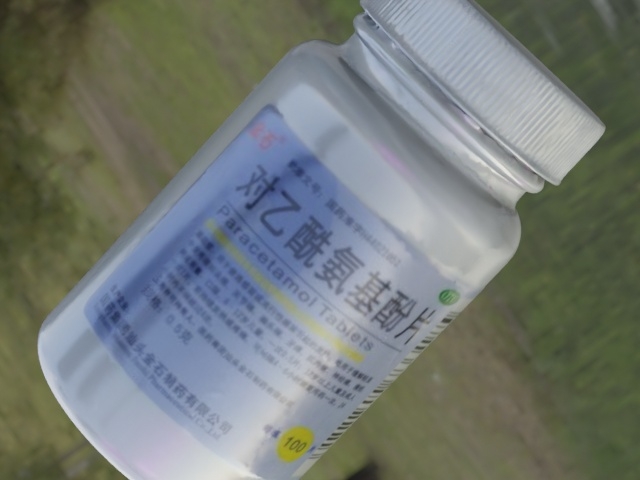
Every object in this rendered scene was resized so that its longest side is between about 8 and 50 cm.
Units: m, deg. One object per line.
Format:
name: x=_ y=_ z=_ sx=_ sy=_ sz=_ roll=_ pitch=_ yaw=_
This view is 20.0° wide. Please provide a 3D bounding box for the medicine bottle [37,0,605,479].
medicine bottle: x=0.000 y=0.000 z=0.612 sx=0.103 sy=0.187 sz=0.103 roll=42 pitch=-170 yaw=-9
